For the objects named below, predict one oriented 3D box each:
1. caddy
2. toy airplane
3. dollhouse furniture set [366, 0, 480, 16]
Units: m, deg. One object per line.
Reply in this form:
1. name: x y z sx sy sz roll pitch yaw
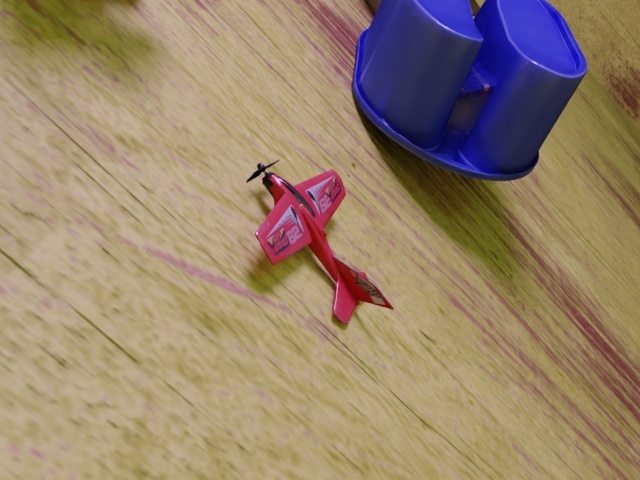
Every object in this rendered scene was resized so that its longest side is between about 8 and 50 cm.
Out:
1. caddy: 0.166 -0.208 0.801 0.241 0.179 0.341 18 39 -8
2. toy airplane: 0.000 0.000 0.503 0.151 0.028 0.151 32 38 -29
3. dollhouse furniture set: 0.171 -0.440 1.013 0.242 0.212 0.161 -23 77 -31
